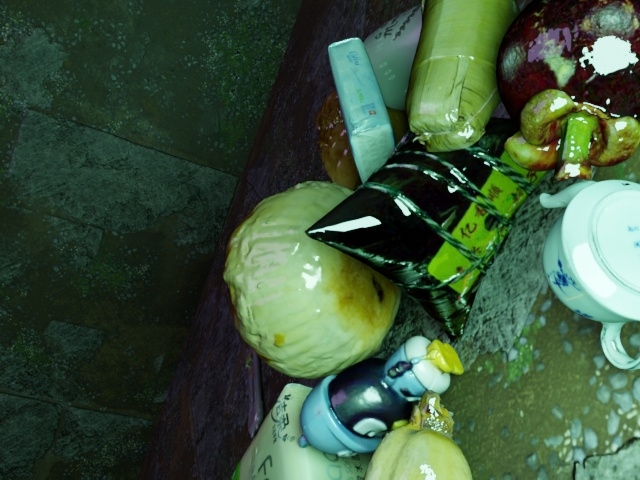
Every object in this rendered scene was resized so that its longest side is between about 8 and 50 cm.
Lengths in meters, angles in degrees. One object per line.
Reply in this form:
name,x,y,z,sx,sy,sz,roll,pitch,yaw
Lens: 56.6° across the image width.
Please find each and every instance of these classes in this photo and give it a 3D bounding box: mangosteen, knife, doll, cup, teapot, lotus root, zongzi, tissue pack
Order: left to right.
knife,-0.217,0.446,1.911,0.399,0.038,0.132,-104,34,-54
tissue pack,-0.032,0.533,1.104,0.332,0.205,0.405,-59,25,24
tissue pack,0.087,-0.245,1.158,0.177,0.089,0.264,69,-170,-52
doll,0.086,0.268,0.989,0.314,0.177,0.141,-36,59,20
zongzi,0.146,-0.063,0.914,0.319,0.362,0.384,11,82,52
lotus root,0.138,0.391,0.856,0.169,0.151,0.343,-10,58,46
cup,0.242,-0.423,1.251,0.258,0.186,0.234,-52,18,-28
zongzi,0.248,-0.227,0.898,0.145,0.300,0.274,2,73,39
mangosteen,0.318,-0.182,0.704,0.228,0.228,0.266,-27,37,64
teapot,0.323,0.030,0.676,0.159,0.158,0.232,-43,58,54

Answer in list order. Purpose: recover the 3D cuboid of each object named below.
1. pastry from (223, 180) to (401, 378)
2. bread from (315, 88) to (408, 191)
pastry,-0.026,0.078,1.194,0.312,0.388,0.389,-12,59,38
bread,0.110,-0.257,1.410,0.179,0.194,0.340,-51,30,34
